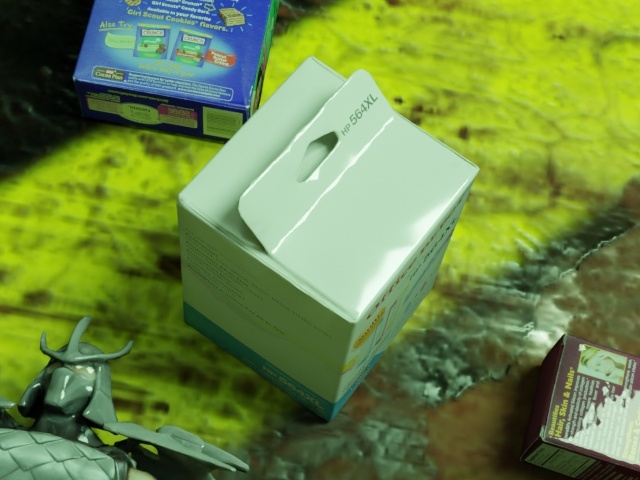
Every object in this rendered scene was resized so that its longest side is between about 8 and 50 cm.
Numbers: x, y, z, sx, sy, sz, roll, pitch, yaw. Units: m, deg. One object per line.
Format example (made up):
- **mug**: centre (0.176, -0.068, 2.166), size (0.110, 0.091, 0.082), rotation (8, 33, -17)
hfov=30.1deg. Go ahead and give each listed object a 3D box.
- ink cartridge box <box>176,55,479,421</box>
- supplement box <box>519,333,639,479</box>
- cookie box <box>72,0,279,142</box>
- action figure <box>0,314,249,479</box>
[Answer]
- **ink cartridge box**: centre (0.000, 0.000, 0.521), size (0.090, 0.143, 0.092), rotation (35, 67, 11)
- **supplement box**: centre (0.141, 0.085, 0.549), size (0.083, 0.043, 0.055), rotation (18, 65, 3)
- **cookie box**: centre (-0.071, -0.111, 0.625), size (0.091, 0.040, 0.107), rotation (10, 64, 0)
- **action figure**: centre (-0.130, 0.153, 0.462), size (0.185, 0.099, 0.285), rotation (5, 58, 16)
